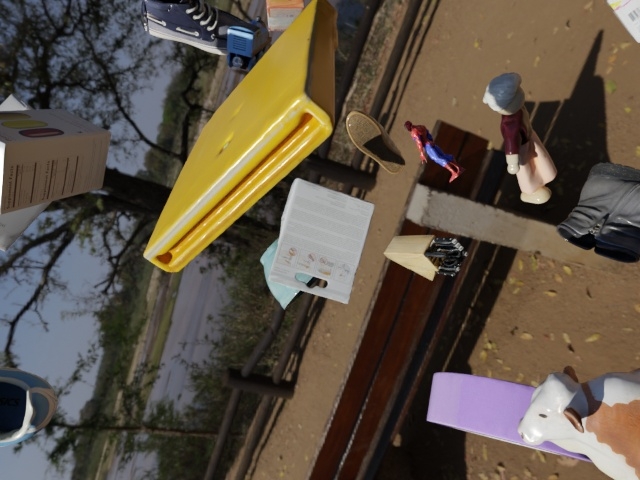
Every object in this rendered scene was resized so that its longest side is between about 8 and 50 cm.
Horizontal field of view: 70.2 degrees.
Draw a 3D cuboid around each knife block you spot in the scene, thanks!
[{"bbox_3d":[0.359,0.032,1.570,0.088,0.275,0.242,-54,-21,-20],"label":"knife block"}]

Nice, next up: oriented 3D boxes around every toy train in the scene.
[{"bbox_3d":[-0.173,-0.486,1.124,0.184,0.080,0.105,-69,-5,-52],"label":"toy train"}]

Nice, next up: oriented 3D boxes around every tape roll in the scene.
[{"bbox_3d":[0.336,0.314,0.818,0.274,0.274,0.090,-28,45,64],"label":"tape roll"}]

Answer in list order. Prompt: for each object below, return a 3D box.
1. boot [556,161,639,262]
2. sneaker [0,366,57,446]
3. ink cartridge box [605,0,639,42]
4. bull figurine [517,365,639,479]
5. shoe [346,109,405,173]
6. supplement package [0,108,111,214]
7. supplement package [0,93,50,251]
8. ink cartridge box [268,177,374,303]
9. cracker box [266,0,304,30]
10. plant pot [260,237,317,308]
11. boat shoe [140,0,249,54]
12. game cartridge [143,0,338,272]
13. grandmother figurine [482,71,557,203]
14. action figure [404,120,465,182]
[{"bbox_3d":[0.732,-0.039,1.005,0.338,0.118,0.223,18,67,44],"label":"boot"},{"bbox_3d":[-0.389,0.159,0.439,0.086,0.237,0.085,142,129,-61],"label":"sneaker"},{"bbox_3d":[0.506,-0.428,0.728,0.104,0.181,0.062,-37,13,36],"label":"ink cartridge box"},{"bbox_3d":[0.361,0.185,0.442,0.101,0.310,0.189,-94,-15,-82],"label":"bull figurine"},{"bbox_3d":[0.138,-0.255,1.170,0.076,0.219,0.058,-35,37,21],"label":"shoe"},{"bbox_3d":[-0.549,-0.162,0.872,0.134,0.138,0.244,-69,-9,23],"label":"supplement package"},{"bbox_3d":[-0.720,-0.161,1.052,0.175,0.177,0.293,31,79,42],"label":"supplement package"},{"bbox_3d":[0.000,0.000,1.000,0.066,0.188,0.233,170,117,-78],"label":"ink cartridge box"},{"bbox_3d":[-0.068,-0.480,0.822,0.232,0.067,0.156,-107,15,-74],"label":"cracker box"},{"bbox_3d":[-0.097,0.083,1.687,0.293,0.196,0.293,-45,-7,-7],"label":"plant pot"},{"bbox_3d":[-0.350,-0.649,1.327,0.158,0.340,0.127,156,115,-73],"label":"boat shoe"},{"bbox_3d":[-0.088,-0.148,0.582,0.285,0.052,0.324,-36,30,31],"label":"game cartridge"},{"bbox_3d":[0.487,-0.258,1.107,0.103,0.342,0.208,-14,43,31],"label":"grandmother figurine"},{"bbox_3d":[0.168,-0.139,0.692,0.038,0.115,0.030,-35,-8,-34],"label":"action figure"}]
